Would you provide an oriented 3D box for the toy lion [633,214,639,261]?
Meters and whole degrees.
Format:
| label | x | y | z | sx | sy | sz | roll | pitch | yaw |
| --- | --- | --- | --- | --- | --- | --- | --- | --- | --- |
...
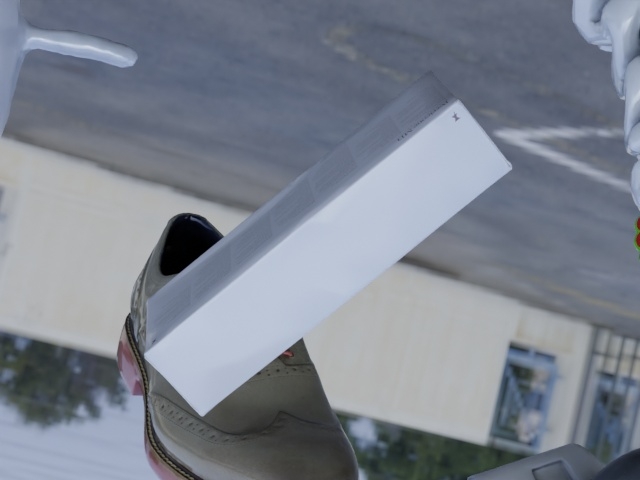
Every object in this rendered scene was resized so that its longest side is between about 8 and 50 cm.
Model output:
| label | x | y | z | sx | sy | sz | roll | pitch | yaw |
| --- | --- | --- | --- | --- | --- | --- | --- | --- | --- |
| toy lion | 0.267 | -0.002 | 0.994 | 0.096 | 0.100 | 0.034 | -36 | 139 | 19 |

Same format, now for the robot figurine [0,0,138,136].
| label | x | y | z | sx | sy | sz | roll | pitch | yaw |
| --- | --- | --- | --- | --- | --- | --- | --- | --- | --- |
| robot figurine | -0.239 | -0.057 | 0.406 | 0.353 | 0.200 | 0.300 | -15 | 142 | 4 |

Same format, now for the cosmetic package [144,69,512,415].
| label | x | y | z | sx | sy | sz | roll | pitch | yaw |
| --- | --- | --- | --- | --- | --- | --- | --- | --- | --- |
| cosmetic package | 0.000 | 0.000 | 0.886 | 0.060 | 0.239 | 0.099 | 49 | -173 | -15 |

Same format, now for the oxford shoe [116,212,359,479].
| label | x | y | z | sx | sy | sz | roll | pitch | yaw |
| --- | --- | --- | --- | --- | --- | --- | --- | --- | --- |
| oxford shoe | -0.064 | 0.083 | 0.996 | 0.123 | 0.130 | 0.348 | 0 | -160 | -27 |

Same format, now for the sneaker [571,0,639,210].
| label | x | y | z | sx | sy | sz | roll | pitch | yaw |
| --- | --- | --- | --- | --- | --- | --- | --- | --- | --- |
| sneaker | 0.150 | -0.061 | 0.435 | 0.110 | 0.292 | 0.118 | 1 | 142 | -33 |

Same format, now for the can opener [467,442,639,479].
| label | x | y | z | sx | sy | sz | roll | pitch | yaw |
| --- | --- | --- | --- | --- | --- | --- | --- | --- | --- |
| can opener | 0.094 | 0.164 | 0.821 | 0.283 | 0.076 | 0.095 | -9 | 148 | -41 |
